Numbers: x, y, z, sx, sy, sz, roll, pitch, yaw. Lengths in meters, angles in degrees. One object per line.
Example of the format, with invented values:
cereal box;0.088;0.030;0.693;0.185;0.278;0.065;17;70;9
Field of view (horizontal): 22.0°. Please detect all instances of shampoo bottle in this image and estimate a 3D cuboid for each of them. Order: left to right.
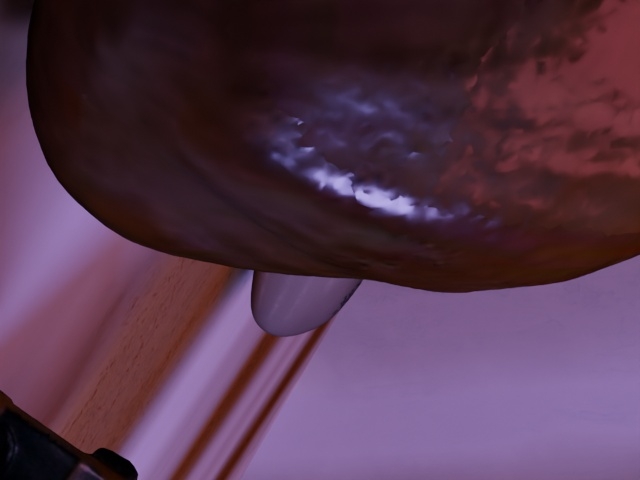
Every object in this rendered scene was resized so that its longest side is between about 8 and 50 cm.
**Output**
shampoo bottle;0.000;0.000;1.146;0.127;0.078;0.257;-56;176;-24

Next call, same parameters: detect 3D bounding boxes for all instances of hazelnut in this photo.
hazelnut;0.031;-0.065;0.428;0.210;0.186;0.210;-48;-160;24

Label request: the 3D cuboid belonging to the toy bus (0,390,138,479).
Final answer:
toy bus;-0.112;0.106;0.473;0.098;0.114;0.201;-56;175;-23
